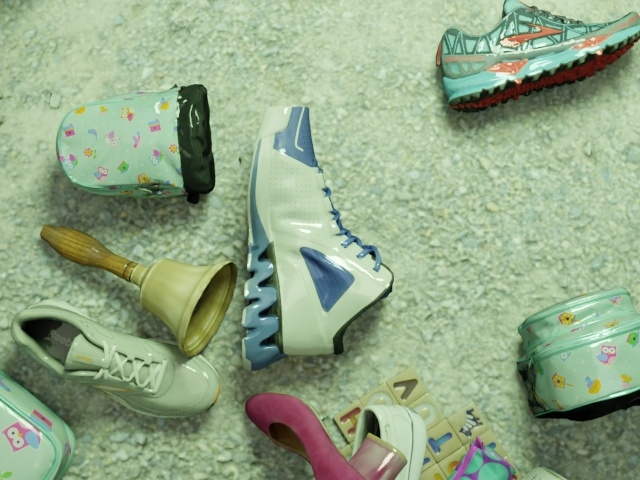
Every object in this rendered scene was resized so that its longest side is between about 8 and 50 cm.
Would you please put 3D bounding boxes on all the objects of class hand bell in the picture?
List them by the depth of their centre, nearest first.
[{"bbox_3d":[-0.235,0.033,1.176,0.242,0.126,0.126,25,85,13],"label":"hand bell"}]

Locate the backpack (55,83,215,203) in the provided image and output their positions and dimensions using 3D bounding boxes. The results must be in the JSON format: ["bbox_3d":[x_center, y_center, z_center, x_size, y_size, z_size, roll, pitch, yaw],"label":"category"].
[{"bbox_3d":[-0.225,-0.119,1.169,0.182,0.115,0.152,-4,88,1],"label":"backpack"}]

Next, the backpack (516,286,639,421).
[{"bbox_3d":[0.319,0.133,1.120,0.166,0.188,0.144,-16,86,-2],"label":"backpack"}]

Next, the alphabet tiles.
[{"bbox_3d":[0.128,0.286,1.194,0.198,0.009,0.237,-32,87,-3],"label":"alphabet tiles"}]

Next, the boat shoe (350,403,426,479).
[{"bbox_3d":[0.057,0.319,1.130,0.084,0.095,0.258,17,73,-38],"label":"boat shoe"}]

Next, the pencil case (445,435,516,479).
[{"bbox_3d":[0.164,0.312,1.155,0.070,0.064,0.151,41,85,-22],"label":"pencil case"}]

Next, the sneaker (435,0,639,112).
[{"bbox_3d":[0.271,-0.254,1.196,0.262,0.104,0.125,-17,84,-3],"label":"sneaker"}]

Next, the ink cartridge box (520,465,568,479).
[{"bbox_3d":[0.308,0.503,1.098,0.285,0.166,0.395,-44,88,-5],"label":"ink cartridge box"}]

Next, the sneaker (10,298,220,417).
[{"bbox_3d":[-0.248,0.147,1.142,0.262,0.121,0.099,19,86,1],"label":"sneaker"}]

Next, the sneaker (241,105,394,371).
[{"bbox_3d":[0.000,0.001,1.168,0.182,0.127,0.315,2,92,-5],"label":"sneaker"}]

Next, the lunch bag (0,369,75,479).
[{"bbox_3d":[-0.438,0.289,1.133,0.224,0.108,0.279,38,88,-4],"label":"lunch bag"}]

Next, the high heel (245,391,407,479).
[{"bbox_3d":[-0.023,0.253,1.097,0.244,0.082,0.117,19,57,38],"label":"high heel"}]
